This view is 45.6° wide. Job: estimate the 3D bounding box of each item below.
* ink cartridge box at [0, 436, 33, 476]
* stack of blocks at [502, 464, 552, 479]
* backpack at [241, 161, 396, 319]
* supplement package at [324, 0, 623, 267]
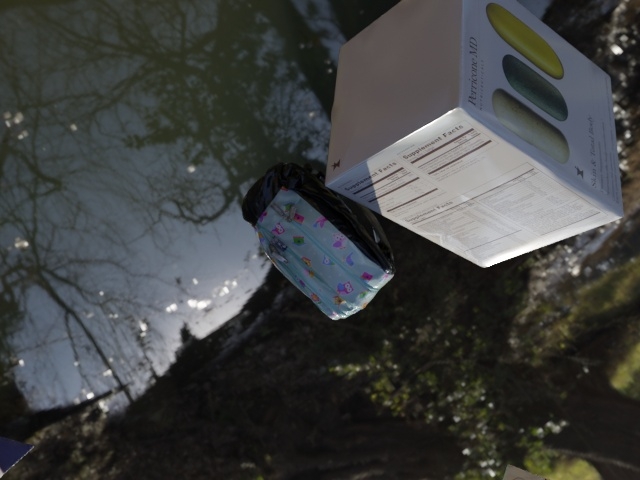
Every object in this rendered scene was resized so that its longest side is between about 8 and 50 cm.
[{"bbox_3d":[-0.646,0.326,1.076,0.330,0.324,0.071,-51,148,-61],"label":"ink cartridge box"},{"bbox_3d":[0.190,0.395,0.789,0.297,0.087,0.171,-62,150,-22],"label":"stack of blocks"},{"bbox_3d":[0.000,0.000,0.881,0.115,0.182,0.152,-46,175,16],"label":"backpack"},{"bbox_3d":[0.173,-0.127,0.856,0.263,0.199,0.198,25,147,-31],"label":"supplement package"}]
